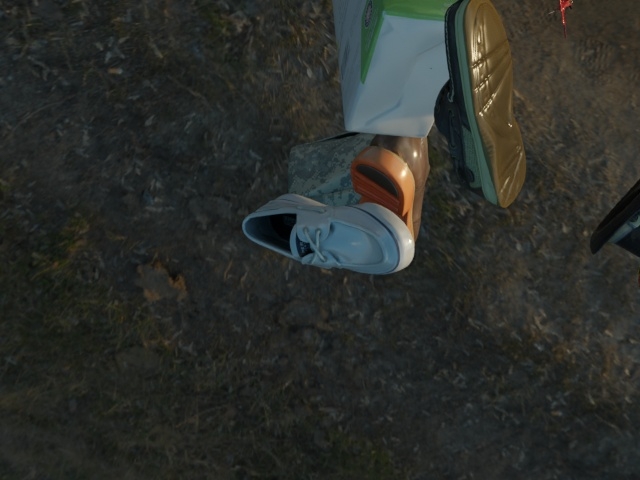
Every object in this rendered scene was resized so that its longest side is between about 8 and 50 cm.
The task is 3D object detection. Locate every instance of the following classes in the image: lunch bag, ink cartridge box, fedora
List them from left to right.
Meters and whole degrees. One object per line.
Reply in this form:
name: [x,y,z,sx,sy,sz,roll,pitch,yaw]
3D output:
lunch bag: [0.074,-0.147,1.640,0.305,0.213,0.255,-11,90,30]
ink cartridge box: [0.094,-0.339,0.881,0.119,0.353,0.207,2,149,-10]
fedora: [0.667,-0.066,1.230,0.152,0.334,0.334,41,105,12]

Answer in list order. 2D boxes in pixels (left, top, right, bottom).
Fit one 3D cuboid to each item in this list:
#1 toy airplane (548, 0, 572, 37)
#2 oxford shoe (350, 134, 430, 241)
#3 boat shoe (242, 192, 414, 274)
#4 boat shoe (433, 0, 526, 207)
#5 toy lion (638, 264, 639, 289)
toy airplane: [0.525,-0.512,1.428,0.028,0.151,0.151,-2,117,34]
oxford shoe: [0.135,-0.077,1.126,0.130,0.363,0.132,32,72,13]
boat shoe: [0.000,0.000,0.832,0.084,0.258,0.095,-25,112,-37]
boat shoe: [0.100,-0.087,0.441,0.056,0.049,0.152,-45,131,-32]
toy lion: [0.460,0.021,0.902,0.034,0.096,0.100,11,70,9]
